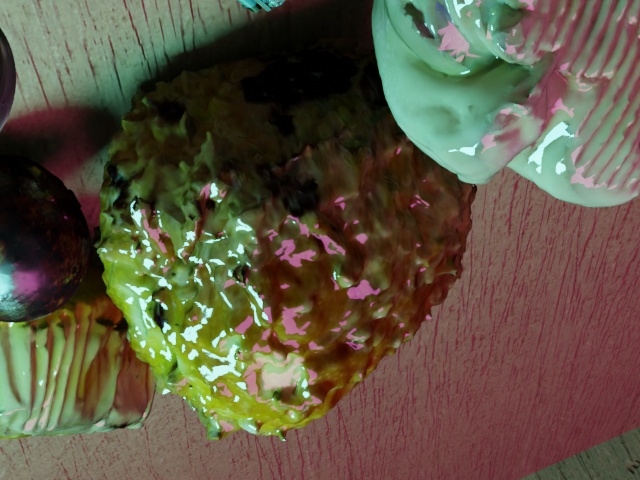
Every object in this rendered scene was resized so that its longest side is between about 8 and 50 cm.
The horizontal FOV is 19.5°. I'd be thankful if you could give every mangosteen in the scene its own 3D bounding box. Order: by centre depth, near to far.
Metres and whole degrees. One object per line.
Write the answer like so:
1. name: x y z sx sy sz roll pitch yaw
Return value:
1. mangosteen: -0.308 0.010 1.773 0.184 0.172 0.172 -47 157 -1

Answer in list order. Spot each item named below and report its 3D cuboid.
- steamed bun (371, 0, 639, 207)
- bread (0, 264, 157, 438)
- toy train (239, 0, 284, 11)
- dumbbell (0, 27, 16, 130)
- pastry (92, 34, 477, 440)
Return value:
1. steamed bun: 0.193 -0.214 1.683 0.352 0.247 0.339 -1 108 -37
2. bread: -0.303 0.120 2.006 0.236 0.183 0.388 -6 176 10
3. toy train: -0.064 -0.229 1.691 0.045 0.029 0.092 -23 161 15
4. dumbbell: -0.334 -0.173 1.325 0.179 0.179 0.406 -23 159 -5
5. pastry: -0.046 -0.024 1.814 0.405 0.292 0.337 -48 132 -8
